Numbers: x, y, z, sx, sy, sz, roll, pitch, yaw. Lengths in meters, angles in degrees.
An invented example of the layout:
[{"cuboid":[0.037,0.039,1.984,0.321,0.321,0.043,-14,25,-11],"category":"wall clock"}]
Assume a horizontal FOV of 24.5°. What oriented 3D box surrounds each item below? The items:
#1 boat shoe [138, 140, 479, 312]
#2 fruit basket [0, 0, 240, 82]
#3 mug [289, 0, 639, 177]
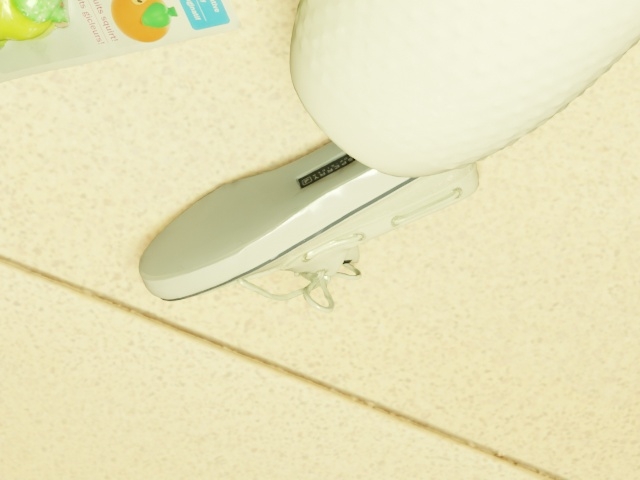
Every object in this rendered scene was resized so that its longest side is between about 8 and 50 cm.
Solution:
[{"cuboid":[0.000,-0.005,1.540,0.367,0.136,0.156,-28,123,3],"category":"boat shoe"},{"cuboid":[-0.286,-0.281,1.278,0.353,0.165,0.327,-5,125,28],"category":"fruit basket"},{"cuboid":[0.100,-0.257,1.321,0.374,0.276,0.328,46,121,5],"category":"mug"}]
